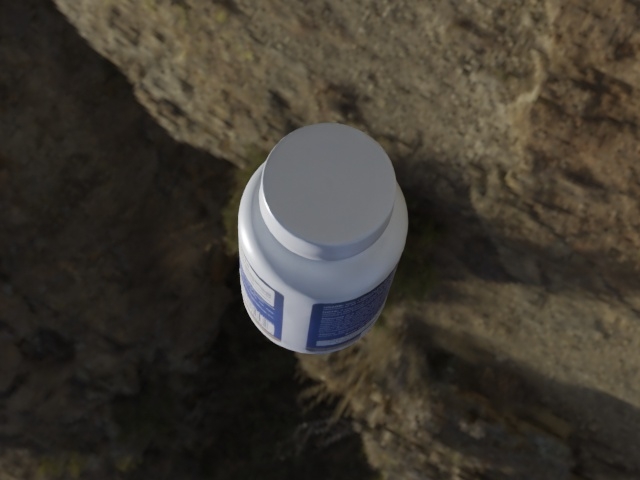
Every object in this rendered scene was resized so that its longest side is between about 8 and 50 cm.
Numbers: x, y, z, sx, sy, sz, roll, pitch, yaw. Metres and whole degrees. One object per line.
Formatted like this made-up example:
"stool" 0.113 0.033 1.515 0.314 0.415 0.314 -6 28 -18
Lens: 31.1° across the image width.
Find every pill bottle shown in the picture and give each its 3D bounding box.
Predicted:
"pill bottle" 0.000 0.000 0.468 0.067 0.067 0.120 28 160 7
